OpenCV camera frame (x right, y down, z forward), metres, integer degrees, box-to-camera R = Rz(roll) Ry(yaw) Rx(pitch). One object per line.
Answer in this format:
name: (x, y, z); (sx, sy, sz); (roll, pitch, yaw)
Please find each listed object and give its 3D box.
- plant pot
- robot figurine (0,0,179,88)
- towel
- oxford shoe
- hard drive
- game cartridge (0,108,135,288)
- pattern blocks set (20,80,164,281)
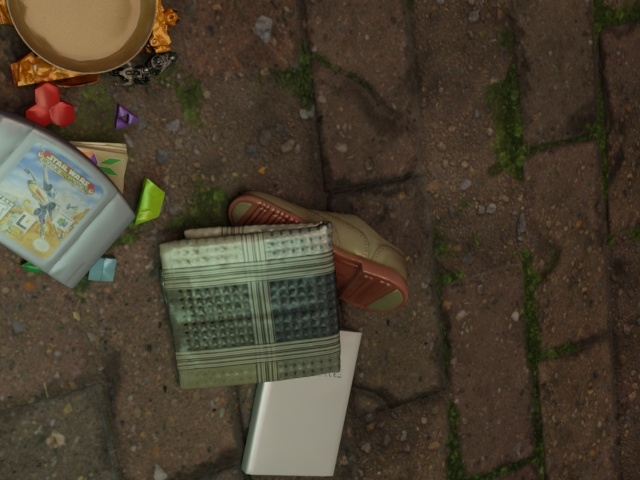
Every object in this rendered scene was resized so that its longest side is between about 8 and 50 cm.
plant pot: (-0.381, -0.385, 1.431); (0.236, 0.032, 0.236); (-3, 96, -25)
robot figurine: (-0.381, -0.355, 1.501); (0.291, 0.085, 0.211); (-15, 106, -24)
towel: (-0.129, 0.121, 1.671); (0.325, 0.056, 0.312); (-6, 110, -3)
oxford shoe: (0.000, 0.000, 1.759); (0.397, 0.140, 0.146); (31, 43, -20)
hard drive: (-0.037, 0.324, 1.821); (0.203, 0.040, 0.307); (9, 94, -29)
game cartridge: (-0.460, -0.072, 1.469); (0.198, 0.062, 0.297); (-47, 123, 5)
pattern blocks set: (-0.409, -0.086, 1.532); (0.286, 0.026, 0.324); (16, 104, -30)
